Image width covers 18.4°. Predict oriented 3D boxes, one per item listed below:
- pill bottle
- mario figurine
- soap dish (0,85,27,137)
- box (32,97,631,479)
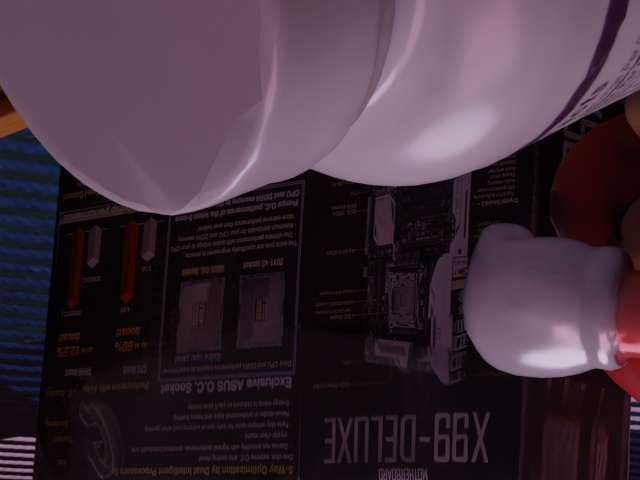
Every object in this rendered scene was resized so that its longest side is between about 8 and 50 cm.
[{"bbox_3d":[0.048,-0.115,0.580,0.301,0.169,0.169,-25,178,-39],"label":"pill bottle"},{"bbox_3d":[0.164,-0.034,0.653,0.198,0.170,0.320,10,163,-19],"label":"mario figurine"},{"bbox_3d":[-0.184,-0.131,0.767,0.229,0.118,0.291,-17,156,33],"label":"soap dish"},{"bbox_3d":[0.000,0.000,0.908,0.307,0.242,0.076,-8,164,42],"label":"box"}]
